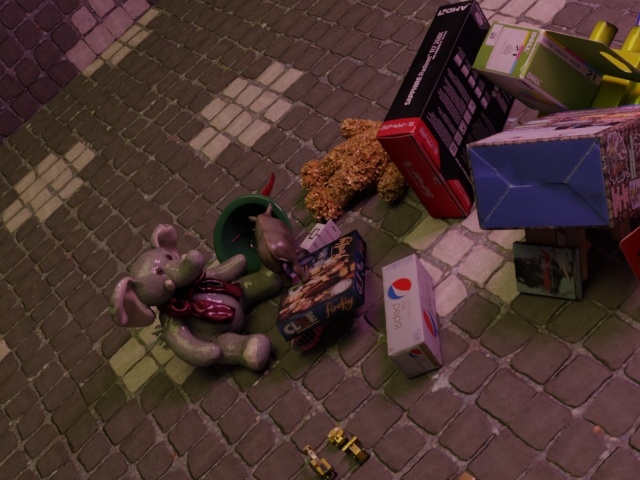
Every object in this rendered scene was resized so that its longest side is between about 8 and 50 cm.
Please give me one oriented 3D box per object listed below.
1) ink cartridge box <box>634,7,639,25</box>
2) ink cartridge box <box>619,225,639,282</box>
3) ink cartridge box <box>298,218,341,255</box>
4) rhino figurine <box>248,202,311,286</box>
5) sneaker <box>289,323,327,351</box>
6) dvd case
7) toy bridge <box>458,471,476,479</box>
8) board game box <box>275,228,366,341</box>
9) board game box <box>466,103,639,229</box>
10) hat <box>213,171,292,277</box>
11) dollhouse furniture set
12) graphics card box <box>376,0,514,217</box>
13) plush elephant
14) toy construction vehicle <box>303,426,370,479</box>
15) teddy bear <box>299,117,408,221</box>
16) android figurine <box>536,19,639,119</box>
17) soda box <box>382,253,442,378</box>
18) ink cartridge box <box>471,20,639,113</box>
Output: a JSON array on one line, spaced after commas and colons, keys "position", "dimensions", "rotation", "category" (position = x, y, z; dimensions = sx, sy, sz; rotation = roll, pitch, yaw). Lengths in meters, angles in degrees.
[{"position": [0.691, -0.335, 1.780], "dimensions": [0.333, 0.065, 0.165], "rotation": [16, 88, 47], "category": "ink cartridge box"}, {"position": [0.569, -0.009, 1.518], "dimensions": [0.231, 0.134, 0.078], "rotation": [-37, 36, 3], "category": "ink cartridge box"}, {"position": [0.000, 0.000, 2.086], "dimensions": [0.028, 0.048, 0.083], "rotation": [14, 59, 48], "category": "ink cartridge box"}, {"position": [-0.088, -0.001, 2.015], "dimensions": [0.073, 0.106, 0.243], "rotation": [-37, 27, 7], "category": "rhino figurine"}, {"position": [-0.023, 0.160, 1.940], "dimensions": [0.057, 0.047, 0.119], "rotation": [5, 46, 52], "category": "sneaker"}, {"position": [0.368, 0.048, 1.681], "dimensions": [0.119, 0.087, 0.013], "rotation": [7, 21, 43], "category": "dvd case"}, {"position": [0.169, 0.420, 1.460], "dimensions": [0.188, 0.063, 0.026], "rotation": [-50, 36, -17], "category": "toy bridge"}, {"position": [0.005, 0.081, 1.944], "dimensions": [0.165, 0.042, 0.243], "rotation": [-28, 21, 15], "category": "board game box"}, {"position": [0.414, -0.121, 1.654], "dimensions": [0.232, 0.141, 0.291], "rotation": [0, 15, 41], "category": "board game box"}, {"position": [-0.112, -0.020, 2.223], "dimensions": [0.173, 0.183, 0.208], "rotation": [30, 100, 13], "category": "hat"}, {"position": [0.443, 0.003, 1.709], "dimensions": [0.144, 0.123, 0.151], "rotation": [4, 19, 44], "category": "dollhouse furniture set"}, {"position": [0.254, -0.253, 1.983], "dimensions": [0.094, 0.233, 0.371], "rotation": [-3, 50, 40], "category": "graphics card box"}, {"position": [-0.260, 0.100, 2.028], "dimensions": [0.330, 0.255, 0.272], "rotation": [-13, 43, 32], "category": "plush elephant"}, {"position": [0.023, 0.346, 1.696], "dimensions": [0.086, 0.035, 0.098], "rotation": [-42, 35, -4], "category": "toy construction vehicle"}, {"position": [0.099, -0.172, 2.137], "dimensions": [0.338, 0.113, 0.245], "rotation": [-17, 43, 29], "category": "teddy bear"}, {"position": [0.494, -0.262, 1.872], "dimensions": [0.248, 0.056, 0.273], "rotation": [24, 91, 52], "category": "android figurine"}, {"position": [0.157, 0.128, 1.784], "dimensions": [0.069, 0.074, 0.216], "rotation": [-24, 38, 20], "category": "soda box"}, {"position": [0.417, -0.281, 1.774], "dimensions": [0.255, 0.189, 0.097], "rotation": [28, 93, 52], "category": "ink cartridge box"}]
